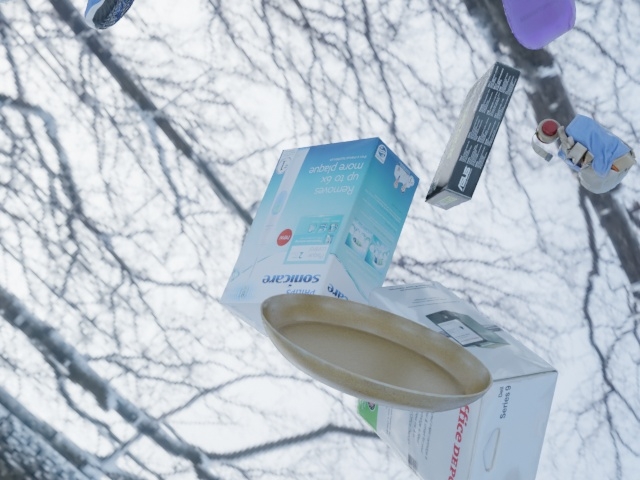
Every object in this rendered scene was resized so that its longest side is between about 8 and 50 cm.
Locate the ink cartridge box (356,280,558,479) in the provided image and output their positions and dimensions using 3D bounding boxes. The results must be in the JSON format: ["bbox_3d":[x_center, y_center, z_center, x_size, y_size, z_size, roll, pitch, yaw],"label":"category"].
[{"bbox_3d":[0.175,0.210,1.402,0.121,0.211,0.289,-5,-156,-27],"label":"ink cartridge box"}]

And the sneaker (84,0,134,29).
[{"bbox_3d":[-0.249,-0.356,1.241,0.080,0.081,0.211,134,-27,-82],"label":"sneaker"}]

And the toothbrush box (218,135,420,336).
[{"bbox_3d":[0.000,0.000,1.608,0.216,0.126,0.295,-2,-121,44],"label":"toothbrush box"}]

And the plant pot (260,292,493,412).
[{"bbox_3d":[0.051,0.111,1.001,0.236,0.236,0.032,32,-71,51],"label":"plant pot"}]

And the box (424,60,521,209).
[{"bbox_3d":[0.211,-0.141,1.445,0.184,0.045,0.191,102,10,-87],"label":"box"}]

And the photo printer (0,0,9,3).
[{"bbox_3d":[-0.270,-0.363,0.724,0.107,0.256,0.307,-11,-122,-3],"label":"photo printer"}]

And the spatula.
[{"bbox_3d":[0.080,-0.255,0.618,0.030,0.296,0.084,-22,-170,48],"label":"spatula"}]

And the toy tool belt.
[{"bbox_3d":[0.214,-0.078,0.827,0.083,0.051,0.052,37,-103,12],"label":"toy tool belt"}]
